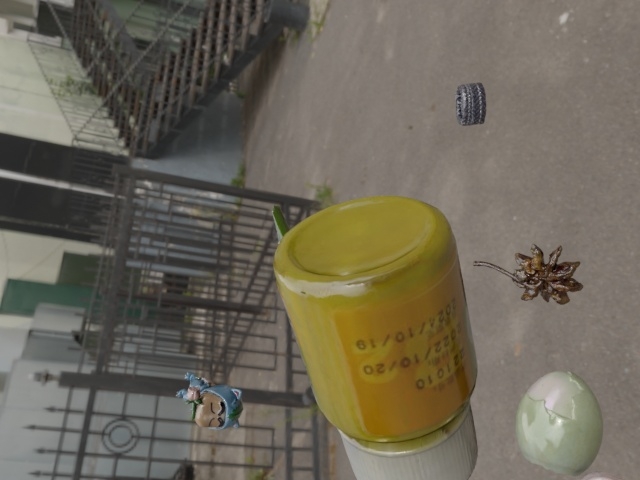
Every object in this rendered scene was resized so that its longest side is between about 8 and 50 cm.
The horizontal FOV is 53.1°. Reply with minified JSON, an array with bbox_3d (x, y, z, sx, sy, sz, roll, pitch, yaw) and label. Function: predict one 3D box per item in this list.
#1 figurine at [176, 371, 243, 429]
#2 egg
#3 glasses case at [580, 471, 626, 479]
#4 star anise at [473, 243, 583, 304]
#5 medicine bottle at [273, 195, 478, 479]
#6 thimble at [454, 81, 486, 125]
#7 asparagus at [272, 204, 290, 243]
[{"bbox_3d":[-0.270,0.373,1.475,0.178,0.145,0.114,20,97,35],"label":"figurine"},{"bbox_3d":[0.527,0.393,1.407,0.183,0.183,0.217,-173,97,-74],"label":"egg"},{"bbox_3d":[0.485,0.561,1.167,0.296,0.113,0.075,-70,-15,11],"label":"glasses case"},{"bbox_3d":[0.499,0.092,1.511,0.234,0.177,0.073,-20,22,48],"label":"star anise"},{"bbox_3d":[0.091,0.153,0.848,0.224,0.225,0.384,-113,7,-63],"label":"medicine bottle"},{"bbox_3d":[0.378,-0.343,1.613,0.095,0.066,0.104,-96,0,-77],"label":"thimble"},{"bbox_3d":[-0.067,0.012,1.336,0.178,0.041,0.045,66,153,0],"label":"asparagus"}]
